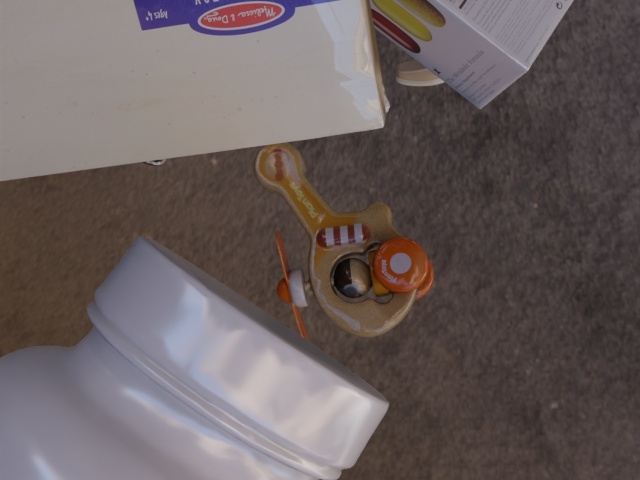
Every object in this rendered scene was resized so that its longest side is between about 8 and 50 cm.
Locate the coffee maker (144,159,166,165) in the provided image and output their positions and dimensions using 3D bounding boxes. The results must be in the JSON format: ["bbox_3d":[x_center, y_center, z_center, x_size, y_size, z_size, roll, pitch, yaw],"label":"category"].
[{"bbox_3d":[-0.166,-0.198,1.120,0.178,0.120,0.171,-33,118,13],"label":"coffee maker"}]

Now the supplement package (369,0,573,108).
[{"bbox_3d":[0.153,-0.298,1.169,0.244,0.134,0.139,36,161,-5],"label":"supplement package"}]

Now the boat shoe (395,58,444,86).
[{"bbox_3d":[0.190,-0.271,1.437,0.170,0.063,0.059,-10,127,11],"label":"boat shoe"}]

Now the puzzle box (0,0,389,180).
[{"bbox_3d":[-0.169,-0.186,0.729,0.408,0.052,0.272,-6,119,11],"label":"puzzle box"}]

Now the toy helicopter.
[{"bbox_3d":[0.000,0.000,1.537,0.235,0.140,0.355,-38,76,3],"label":"toy helicopter"}]

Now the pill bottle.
[{"bbox_3d":[-0.146,0.211,0.548,0.229,0.229,0.408,35,87,-16],"label":"pill bottle"}]
